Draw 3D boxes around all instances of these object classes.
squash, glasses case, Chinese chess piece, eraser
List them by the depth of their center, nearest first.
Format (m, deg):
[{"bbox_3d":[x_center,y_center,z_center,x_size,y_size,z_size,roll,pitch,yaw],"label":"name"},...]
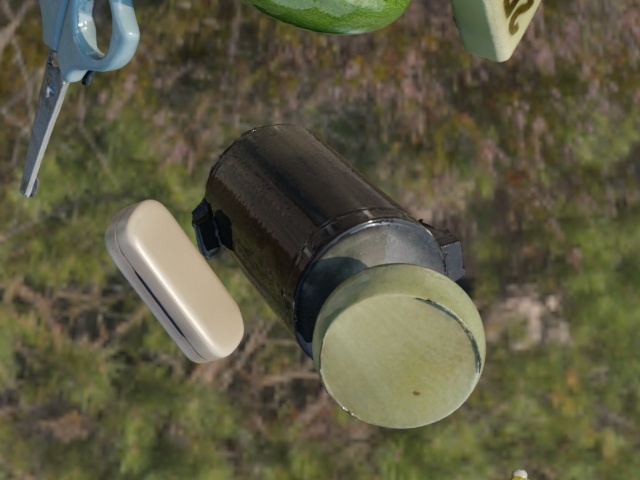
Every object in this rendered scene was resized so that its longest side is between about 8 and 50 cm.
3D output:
[{"bbox_3d":[-0.031,-0.236,1.198,0.107,0.107,0.395,-17,166,25],"label":"squash"},{"bbox_3d":[0.183,-0.273,1.516,0.058,0.117,0.172,25,166,22],"label":"eraser"},{"bbox_3d":[0.085,0.114,1.603,0.188,0.083,0.188,2,118,3],"label":"Chinese chess piece"},{"bbox_3d":[-0.157,0.046,1.610,0.050,0.083,0.196,-19,114,38],"label":"glasses case"}]

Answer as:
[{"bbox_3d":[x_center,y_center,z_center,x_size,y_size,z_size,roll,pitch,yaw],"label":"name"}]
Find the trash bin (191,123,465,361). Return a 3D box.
[{"bbox_3d":[0.000,0.000,1.806,0.252,0.301,0.203,-22,124,-16],"label":"trash bin"}]

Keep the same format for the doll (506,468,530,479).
[{"bbox_3d":[0.177,0.278,1.353,0.062,0.106,0.162,10,146,13],"label":"doll"}]

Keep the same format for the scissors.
[{"bbox_3d":[-0.247,-0.160,1.403,0.029,0.191,0.360,-17,149,-33],"label":"scissors"}]
